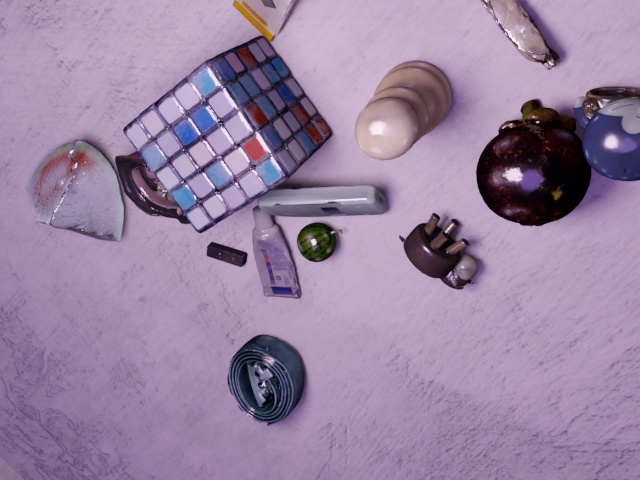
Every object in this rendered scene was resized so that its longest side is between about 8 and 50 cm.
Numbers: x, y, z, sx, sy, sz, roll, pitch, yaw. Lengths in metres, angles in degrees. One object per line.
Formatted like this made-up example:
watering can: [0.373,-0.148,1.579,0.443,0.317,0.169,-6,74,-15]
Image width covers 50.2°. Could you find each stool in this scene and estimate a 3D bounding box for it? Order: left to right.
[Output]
stool: [0.285,0.029,1.566,0.217,0.125,0.121,36,121,-10]

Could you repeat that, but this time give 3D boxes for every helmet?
helmet: [-0.372,-0.155,1.716,0.253,0.154,0.198,30,144,26]

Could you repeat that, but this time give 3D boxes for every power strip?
power strip: [-0.252,0.038,1.830,0.111,0.029,0.038,16,120,13]

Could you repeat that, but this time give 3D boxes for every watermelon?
watermelon: [-0.687,-0.123,1.814,0.289,0.214,0.320,12,130,18]
watermelon: [-0.007,0.002,1.677,0.109,0.109,0.109,9,118,17]

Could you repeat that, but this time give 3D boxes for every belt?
belt: [-0.148,0.395,1.917,0.206,0.116,0.268,8,115,21]

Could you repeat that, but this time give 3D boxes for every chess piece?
chess piece: [0.160,-0.249,1.371,0.167,0.300,0.167,9,119,16]

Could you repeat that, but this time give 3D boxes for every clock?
clock: [0.570,-0.203,1.268,0.199,0.243,0.147,9,120,15]

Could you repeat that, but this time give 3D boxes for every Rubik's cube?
Rubik's cube: [-0.198,-0.239,1.522,0.293,0.287,0.292,-32,101,31]

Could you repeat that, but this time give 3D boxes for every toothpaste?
toothpaste: [-0.124,0.035,1.768,0.099,0.068,0.283,25,137,44]

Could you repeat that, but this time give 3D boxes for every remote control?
remote control: [0.001,-0.091,1.611,0.296,0.140,0.056,0,78,20]

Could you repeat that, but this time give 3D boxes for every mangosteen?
mangosteen: [0.426,-0.161,1.377,0.228,0.228,0.266,-1,77,22]

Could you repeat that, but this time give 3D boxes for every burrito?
burrito: [0.383,-0.425,1.336,0.058,0.063,0.229,-32,99,40]

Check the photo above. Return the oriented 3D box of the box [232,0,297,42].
box: [-0.105,-0.534,1.438,0.129,0.033,0.247,43,153,-4]
